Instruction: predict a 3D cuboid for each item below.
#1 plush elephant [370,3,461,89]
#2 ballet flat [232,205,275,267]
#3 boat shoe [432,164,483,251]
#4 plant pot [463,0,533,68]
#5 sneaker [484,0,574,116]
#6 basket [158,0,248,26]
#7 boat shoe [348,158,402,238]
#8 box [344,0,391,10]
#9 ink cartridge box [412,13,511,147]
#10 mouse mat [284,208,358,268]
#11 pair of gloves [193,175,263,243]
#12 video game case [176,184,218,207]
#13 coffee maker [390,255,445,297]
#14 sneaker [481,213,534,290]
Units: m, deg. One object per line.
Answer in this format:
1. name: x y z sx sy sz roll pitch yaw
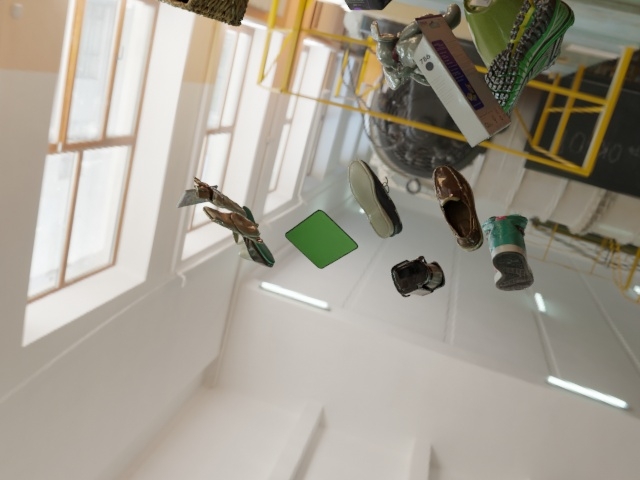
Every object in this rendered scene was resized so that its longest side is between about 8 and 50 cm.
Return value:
1. plush elephant: 0.321 -0.693 2.216 0.330 0.271 0.255 -33 -136 -20
2. ballet flat: -0.245 0.005 2.121 0.095 0.096 0.280 31 -154 -52
3. boat shoe: 0.353 -0.100 1.584 0.095 0.095 0.257 30 -144 -55
4. plant pot: 0.590 -0.707 1.950 0.294 0.274 0.275 26 -176 -44
5. sneaker: 0.555 -0.466 1.610 0.147 0.343 0.134 11 -148 -25
6. basket: -0.384 -0.819 1.894 0.223 0.213 0.299 -1 -153 -47
7. boat shoe: 0.166 -0.129 1.798 0.079 0.095 0.254 -17 -107 -43
8. box: 0.112 -0.802 1.705 0.165 0.143 0.270 27 160 51
9. ink cartridge box: 0.333 -0.396 1.493 0.165 0.065 0.332 -31 -91 -49
10. mouse mat: 0.000 0.000 1.679 0.152 0.190 0.007 44 -132 -12
11. pair of gloves: -0.262 -0.087 1.736 0.204 0.042 0.240 29 -165 -41
12. video game case: -0.399 -0.144 1.976 0.122 0.087 0.011 -16 -113 -42
13. coffee maker: 0.307 0.135 2.005 0.120 0.171 0.178 49 -162 27
14. sneaker: 0.517 0.018 1.686 0.124 0.178 0.295 -6 153 18
